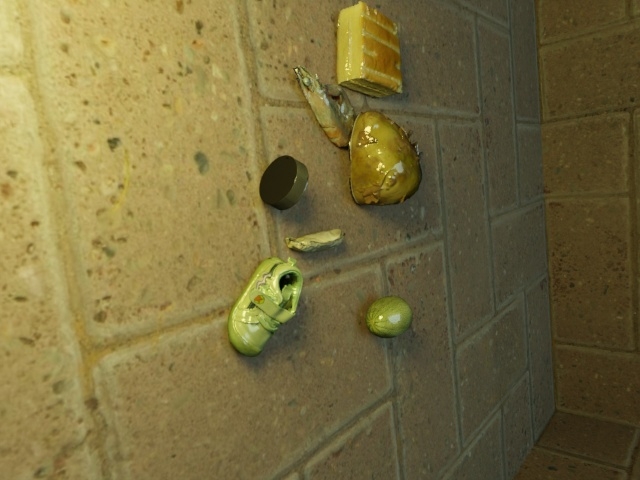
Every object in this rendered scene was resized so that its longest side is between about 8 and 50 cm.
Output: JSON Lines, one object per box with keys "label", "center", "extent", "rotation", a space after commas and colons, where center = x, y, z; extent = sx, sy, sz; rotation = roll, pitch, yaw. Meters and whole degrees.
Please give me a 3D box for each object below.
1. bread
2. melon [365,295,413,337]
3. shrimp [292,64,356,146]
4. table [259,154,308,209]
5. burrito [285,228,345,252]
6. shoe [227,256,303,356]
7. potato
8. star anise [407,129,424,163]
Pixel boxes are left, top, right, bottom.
{"label": "bread", "center": [0.164, -0.597, 1.485], "extent": [0.246, 0.111, 0.238], "rotation": [-1, 91, -50]}
{"label": "melon", "center": [0.229, 0.251, 1.536], "extent": [0.192, 0.139, 0.139], "rotation": [-8, 96, -45]}
{"label": "shrimp", "center": [0.027, -0.409, 1.369], "extent": [0.317, 0.062, 0.164], "rotation": [45, 53, -44]}
{"label": "table", "center": [-0.093, -0.145, 1.168], "extent": [0.043, 0.134, 0.133], "rotation": [27, 70, -45]}
{"label": "burrito", "center": [-0.002, 0.001, 1.330], "extent": [0.230, 0.063, 0.058], "rotation": [-5, 65, -48]}
{"label": "shoe", "center": [-0.135, 0.152, 1.144], "extent": [0.140, 0.128, 0.262], "rotation": [38, 58, -27]}
{"label": "potato", "center": [0.219, -0.257, 1.463], "extent": [0.247, 0.196, 0.299], "rotation": [-16, 106, -59]}
{"label": "star anise", "center": [0.310, -0.266, 1.671], "extent": [0.209, 0.089, 0.231], "rotation": [13, 85, -61]}
